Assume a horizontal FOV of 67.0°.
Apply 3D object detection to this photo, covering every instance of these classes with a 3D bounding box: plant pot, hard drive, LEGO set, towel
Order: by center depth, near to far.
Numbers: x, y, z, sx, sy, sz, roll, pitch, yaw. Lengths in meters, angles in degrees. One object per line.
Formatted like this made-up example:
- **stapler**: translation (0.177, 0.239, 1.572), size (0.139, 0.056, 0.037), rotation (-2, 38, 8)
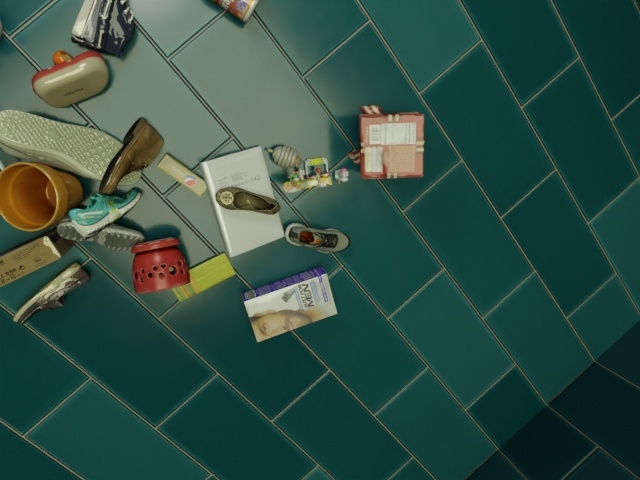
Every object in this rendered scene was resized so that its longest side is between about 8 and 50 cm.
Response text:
- **plant pot**: translation (-0.855, -0.144, 1.510), size (0.205, 0.188, 0.205), rotation (1, 101, 6)
- **plant pot**: translation (-0.570, 0.086, 1.702), size (0.191, 0.191, 0.174), rotation (-13, 93, -12)
- **hard drive**: translation (-0.279, -0.143, 1.770), size (0.233, 0.047, 0.353), rotation (-23, 109, -28)
- **LEGO set**: translation (-0.041, -0.248, 1.795), size (0.287, 0.132, 0.107), rotation (-14, 102, -35)
- **towel**: translation (-0.450, 0.139, 1.842), size (0.237, 0.021, 0.102), rotation (-27, 112, -7)

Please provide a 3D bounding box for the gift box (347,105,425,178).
- **gift box**: translation (0.236, -0.364, 1.782), size (0.277, 0.258, 0.255), rotation (4, 105, 4)

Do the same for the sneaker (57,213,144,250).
- **sneaker**: translation (-0.745, -0.049, 1.670), size (0.281, 0.115, 0.105), rotation (18, 133, -36)

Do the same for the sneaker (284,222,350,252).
- **sneaker**: translation (0.000, 0.000, 1.876), size (0.272, 0.108, 0.100), rotation (8, 98, -26)

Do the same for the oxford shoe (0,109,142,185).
- **oxford shoe**: translation (-0.817, -0.291, 1.585), size (0.449, 0.130, 0.169), rotation (17, 65, -30)

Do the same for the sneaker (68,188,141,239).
- **sneaker**: translation (-0.700, -0.113, 1.591), size (0.107, 0.275, 0.110), rotation (-28, 104, 32)

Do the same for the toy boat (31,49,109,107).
- **toy boat**: translation (-0.796, -0.535, 1.531), size (0.231, 0.151, 0.151), rotation (-25, 80, -8)

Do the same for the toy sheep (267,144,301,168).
- **toy sheep**: translation (-0.132, -0.308, 1.774), size (0.132, 0.091, 0.091), rotation (15, 99, -9)

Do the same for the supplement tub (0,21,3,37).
- **supplement tub**: translation (-1.020, -0.637, 1.395), size (0.144, 0.200, 0.144), rotation (-4, 104, -15)

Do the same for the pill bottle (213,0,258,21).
- **pill bottle**: translation (-0.309, -0.827, 1.583), size (0.216, 0.121, 0.121), rotation (28, 95, -19)

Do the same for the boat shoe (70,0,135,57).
- **boat shoe**: translation (-0.644, -0.748, 1.523), size (0.158, 0.127, 0.340), rotation (23, 105, -26)

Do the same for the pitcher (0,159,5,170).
- **pitcher**: translation (-1.018, -0.181, 1.540), size (0.207, 0.125, 0.178), rotation (36, 118, -14)

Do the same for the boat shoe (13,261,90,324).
- **boat shoe**: translation (-0.931, 0.197, 1.682), size (0.285, 0.103, 0.092), rotation (-44, 105, -8)

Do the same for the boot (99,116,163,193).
- **boot**: translation (-0.616, -0.262, 1.592), size (0.115, 0.112, 0.305), rotation (41, 54, -33)

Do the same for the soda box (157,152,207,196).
- **soda box**: translation (-0.485, -0.232, 1.715), size (0.181, 0.061, 0.058), rotation (36, 91, -20)

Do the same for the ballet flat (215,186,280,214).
- **ballet flat**: translation (-0.251, -0.136, 1.725), size (0.250, 0.058, 0.084), rotation (12, 90, -33)

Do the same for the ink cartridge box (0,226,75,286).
- **ink cartridge box**: translation (-0.957, 0.051, 1.588), size (0.235, 0.193, 0.088), rotation (-28, 109, -7)

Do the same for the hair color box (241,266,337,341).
- **hair color box**: translation (-0.121, 0.249, 1.912), size (0.339, 0.110, 0.185), rotation (-18, 109, -8)
